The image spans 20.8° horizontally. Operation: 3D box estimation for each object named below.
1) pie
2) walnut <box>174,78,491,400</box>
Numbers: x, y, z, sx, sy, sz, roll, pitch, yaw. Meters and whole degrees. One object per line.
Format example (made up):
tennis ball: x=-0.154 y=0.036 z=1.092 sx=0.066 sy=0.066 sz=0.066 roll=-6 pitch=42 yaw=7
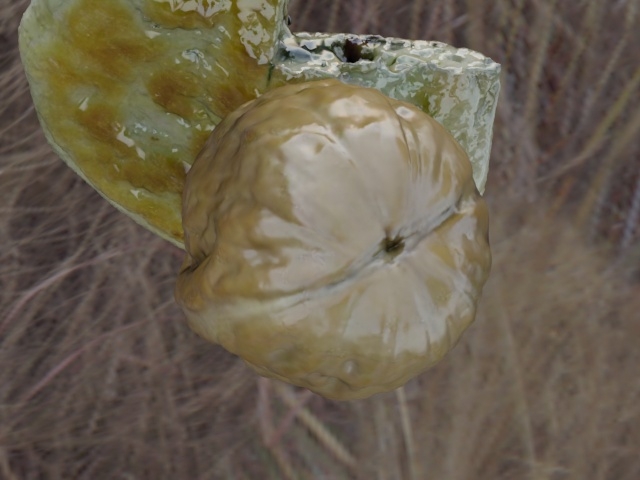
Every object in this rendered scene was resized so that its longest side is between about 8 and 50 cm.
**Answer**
pie: x=-0.049 y=-0.088 z=1.184 sx=0.337 sy=0.337 sz=0.075 roll=38 pitch=41 yaw=-17
walnut: x=0.000 y=0.000 z=0.853 sx=0.155 sy=0.184 sz=0.155 roll=0 pitch=90 yaw=-18
